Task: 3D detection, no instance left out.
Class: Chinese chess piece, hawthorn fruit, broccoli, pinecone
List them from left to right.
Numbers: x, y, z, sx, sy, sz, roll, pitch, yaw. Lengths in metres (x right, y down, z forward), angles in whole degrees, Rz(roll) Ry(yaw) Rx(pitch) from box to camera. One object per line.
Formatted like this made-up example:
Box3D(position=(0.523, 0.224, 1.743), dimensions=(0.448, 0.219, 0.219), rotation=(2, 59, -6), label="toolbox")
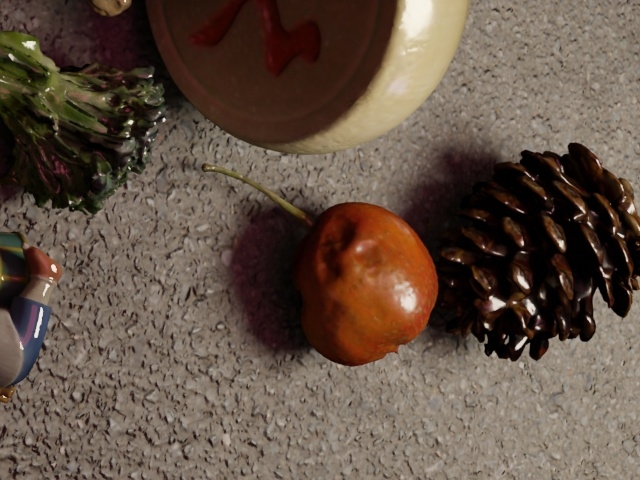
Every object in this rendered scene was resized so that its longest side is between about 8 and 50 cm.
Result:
Box3D(position=(-0.289, -0.144, 1.456), dimensions=(0.304, 0.145, 0.165), rotation=(30, 73, -31), label="broccoli")
Box3D(position=(-0.015, -0.252, 1.533), dimensions=(0.140, 0.338, 0.338), rotation=(-14, 97, -52), label="Chinese chess piece")
Box3D(position=(0.000, 0.000, 1.670), dimensions=(0.285, 0.165, 0.165), rotation=(47, 64, -5), label="hawthorn fruit")
Box3D(position=(0.250, 0.012, 1.779), dimensions=(0.272, 0.224, 0.224), rotation=(-30, 106, -18), label="pinecone")

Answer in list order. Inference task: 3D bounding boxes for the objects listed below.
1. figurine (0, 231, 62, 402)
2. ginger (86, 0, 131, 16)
Box3D(position=(-0.376, 0.053, 1.406), dimensions=(0.275, 0.161, 0.158), rotation=(9, 44, -36), label="figurine")
Box3D(position=(-0.190, -0.277, 1.513), dimensions=(0.258, 0.065, 0.149), rotation=(30, 91, 15), label="ginger")
